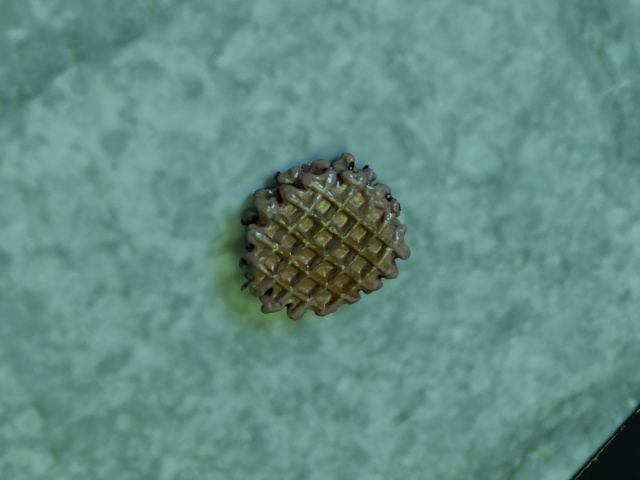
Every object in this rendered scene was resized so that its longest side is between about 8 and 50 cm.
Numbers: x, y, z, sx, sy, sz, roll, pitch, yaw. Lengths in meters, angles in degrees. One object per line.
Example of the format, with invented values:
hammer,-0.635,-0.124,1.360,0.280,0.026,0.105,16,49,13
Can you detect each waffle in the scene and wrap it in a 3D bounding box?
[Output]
waffle,0.000,0.000,0.738,0.083,0.029,0.075,-15,117,-9

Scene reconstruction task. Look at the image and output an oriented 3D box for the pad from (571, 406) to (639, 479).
pad,0.337,0.063,0.896,0.248,0.007,0.367,37,97,-29
